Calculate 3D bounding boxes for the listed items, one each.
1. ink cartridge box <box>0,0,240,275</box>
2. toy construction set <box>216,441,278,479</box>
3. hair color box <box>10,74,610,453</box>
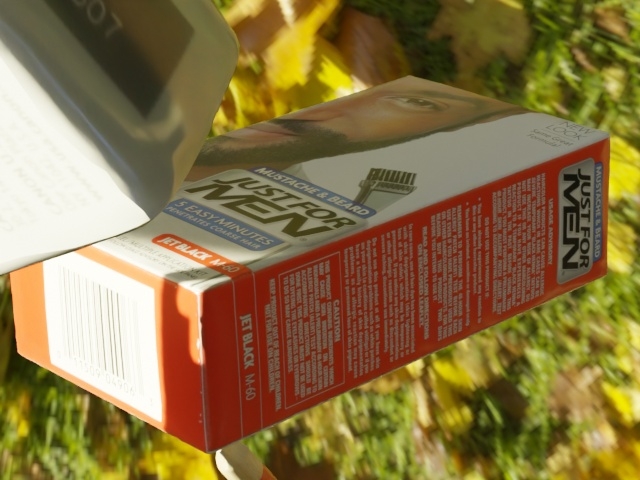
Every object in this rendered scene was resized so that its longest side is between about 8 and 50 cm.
[{"bbox_3d":[-0.160,-0.055,0.372,0.232,0.066,0.189,-15,128,40],"label":"ink cartridge box"},{"bbox_3d":[-0.079,0.251,1.127,0.257,0.309,0.237,-12,141,19],"label":"toy construction set"},{"bbox_3d":[0.000,0.000,0.582,0.167,0.093,0.053,-20,118,-39],"label":"hair color box"}]
